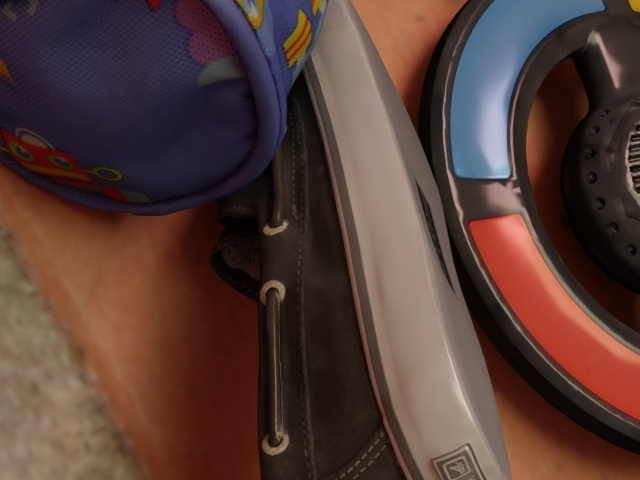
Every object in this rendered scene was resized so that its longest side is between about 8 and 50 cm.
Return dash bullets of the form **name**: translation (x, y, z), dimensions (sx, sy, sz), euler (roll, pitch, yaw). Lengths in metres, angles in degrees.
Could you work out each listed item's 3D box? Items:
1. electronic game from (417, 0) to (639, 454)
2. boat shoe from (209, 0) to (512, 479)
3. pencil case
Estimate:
- **electronic game**: translation (0.143, -0.020, 0.558), dimensions (0.229, 0.048, 0.229), euler (10, 65, -23)
- **boat shoe**: translation (0.000, 0.000, 0.432), dimensions (0.080, 0.076, 0.228), euler (58, 14, -45)
- **pencil case**: translation (-0.038, -0.161, 0.453), dimensions (0.133, 0.119, 0.306), euler (49, 44, -42)
